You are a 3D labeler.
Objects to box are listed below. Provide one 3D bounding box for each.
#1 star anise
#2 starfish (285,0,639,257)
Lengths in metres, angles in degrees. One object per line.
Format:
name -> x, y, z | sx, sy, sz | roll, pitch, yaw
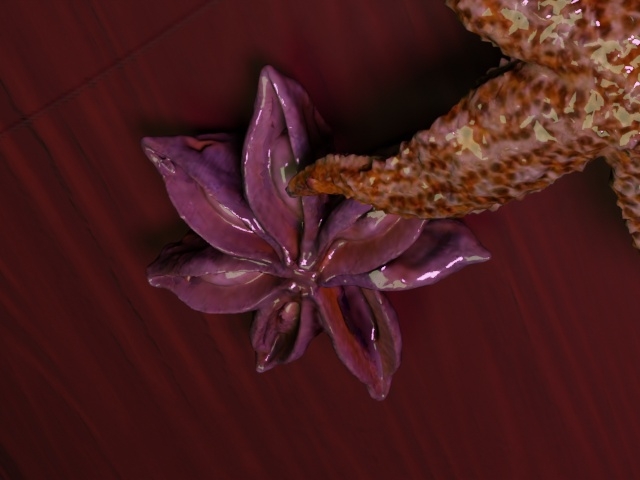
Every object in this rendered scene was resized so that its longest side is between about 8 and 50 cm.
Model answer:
star anise -> -0.016, -0.005, 0.751 | 0.197, 0.073, 0.212 | 29, 134, -3
starfish -> 0.133, -0.096, 0.554 | 0.347, 0.078, 0.357 | 20, 127, 10
